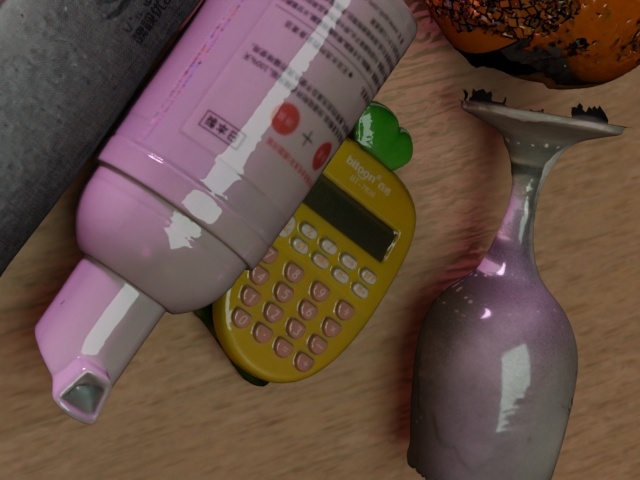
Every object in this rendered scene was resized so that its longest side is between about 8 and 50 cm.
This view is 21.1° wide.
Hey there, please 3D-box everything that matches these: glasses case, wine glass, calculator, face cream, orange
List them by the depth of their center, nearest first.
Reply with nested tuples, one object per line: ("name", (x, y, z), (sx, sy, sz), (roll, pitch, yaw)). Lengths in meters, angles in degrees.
("glasses case", (-0.215, -0.095, 1.185), (0.131, 0.074, 0.323), (39, 81, -30))
("face cream", (-0.090, -0.043, 1.222), (0.145, 0.145, 0.369), (40, 81, -28))
("orange", (0.188, -0.231, 1.321), (0.234, 0.182, 0.234), (1, 88, -22))
("calculator", (0.000, 0.000, 1.334), (0.146, 0.032, 0.235), (38, 75, -31))
("wine glass", (0.152, 0.043, 1.372), (0.143, 0.143, 0.321), (9, 96, -29))

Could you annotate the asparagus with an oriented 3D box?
("asparagus", (-0.072, 0.069, 1.325), (0.025, 0.021, 0.108), (-44, 116, -19))
